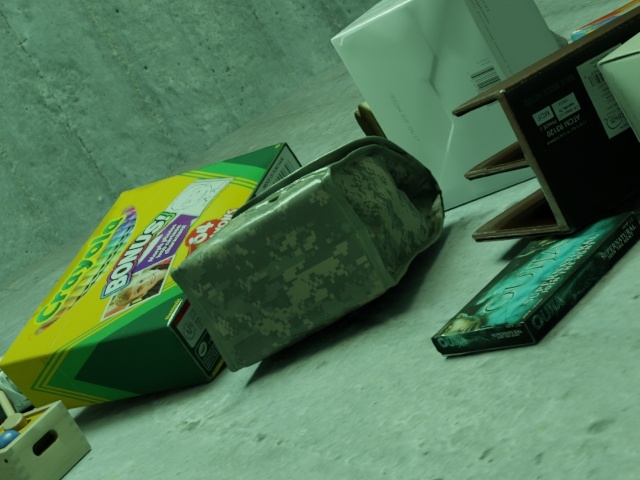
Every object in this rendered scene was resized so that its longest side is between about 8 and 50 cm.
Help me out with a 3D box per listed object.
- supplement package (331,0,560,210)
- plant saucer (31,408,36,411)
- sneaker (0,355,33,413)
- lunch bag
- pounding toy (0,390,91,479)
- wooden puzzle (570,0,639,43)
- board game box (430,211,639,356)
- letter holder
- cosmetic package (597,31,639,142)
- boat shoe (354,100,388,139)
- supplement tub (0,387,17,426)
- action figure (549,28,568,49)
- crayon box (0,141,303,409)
[{"bbox_3d":[0.182,-0.201,1.823,0.204,0.262,0.145,-21,16,40],"label":"supplement package"},{"bbox_3d":[-0.397,0.265,1.956,0.067,0.018,0.192,-26,12,24],"label":"plant saucer"},{"bbox_3d":[-0.428,0.206,2.110,0.290,0.106,0.123,-33,13,43],"label":"sneaker"},{"bbox_3d":[0.000,0.000,1.700,0.235,0.169,0.287,-30,3,24],"label":"lunch bag"},{"bbox_3d":[-0.362,0.243,1.745,0.130,0.100,0.141,-22,15,37],"label":"pounding toy"},{"bbox_3d":[0.476,-0.334,2.193,0.239,0.044,0.221,-34,12,-12],"label":"wooden puzzle"},{"bbox_3d":[0.200,0.041,1.346,0.186,0.026,0.126,-39,14,-36],"label":"board game box"},{"bbox_3d":[0.282,-0.134,1.507,0.302,0.152,0.214,-30,7,-22],"label":"letter holder"},{"bbox_3d":[0.435,-0.187,1.384,0.309,0.160,0.113,-34,11,-18],"label":"cosmetic package"},{"bbox_3d":[0.126,-0.199,2.371,0.098,0.109,0.302,-33,6,-1],"label":"boat shoe"},{"bbox_3d":[-0.510,0.276,1.976,0.106,0.106,0.198,-19,16,46],"label":"supplement tub"},{"bbox_3d":[0.207,-0.232,2.083,0.341,0.178,0.330,-38,23,-10],"label":"action figure"},{"bbox_3d":[-0.207,0.048,1.916,0.313,0.106,0.363,-13,32,36],"label":"crayon box"}]
